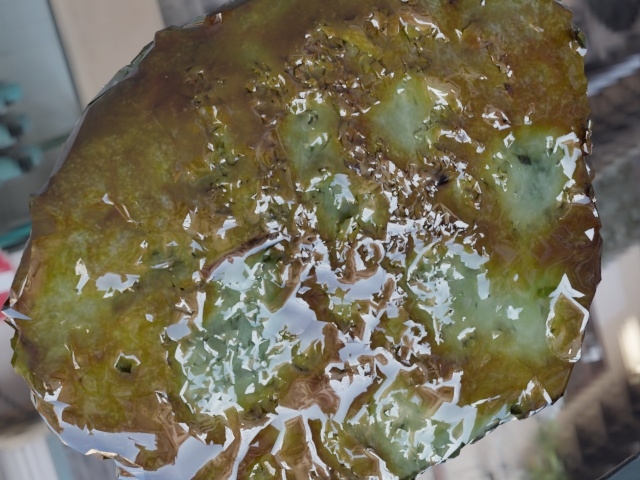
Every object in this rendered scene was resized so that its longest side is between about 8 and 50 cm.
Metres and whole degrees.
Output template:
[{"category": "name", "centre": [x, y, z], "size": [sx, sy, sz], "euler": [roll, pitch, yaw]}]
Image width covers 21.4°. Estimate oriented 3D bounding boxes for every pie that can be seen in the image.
[{"category": "pie", "centre": [0.000, 0.000, 0.931], "size": [0.354, 0.288, 0.103], "euler": [-29, -163, -6]}]

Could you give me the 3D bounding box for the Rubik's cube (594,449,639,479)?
[{"category": "Rubik's cube", "centre": [0.378, 0.275, 1.199], "size": [0.288, 0.283, 0.293], "euler": [-29, -156, -27]}]

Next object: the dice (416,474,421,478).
[{"category": "dice", "centre": [-0.034, 0.064, 1.666], "size": [0.330, 0.322, 0.318], "euler": [-2, -150, -14]}]
